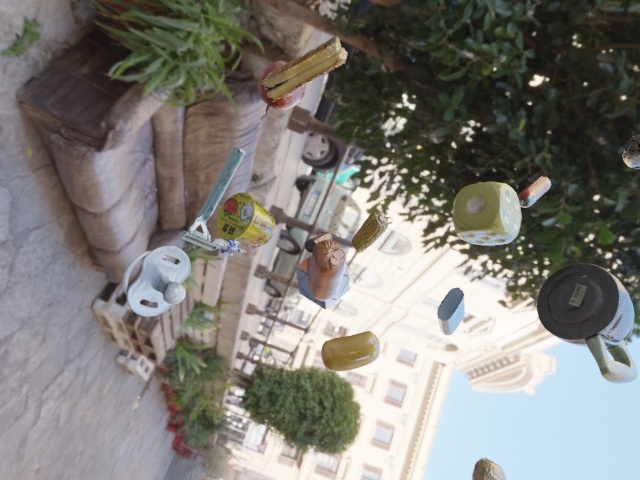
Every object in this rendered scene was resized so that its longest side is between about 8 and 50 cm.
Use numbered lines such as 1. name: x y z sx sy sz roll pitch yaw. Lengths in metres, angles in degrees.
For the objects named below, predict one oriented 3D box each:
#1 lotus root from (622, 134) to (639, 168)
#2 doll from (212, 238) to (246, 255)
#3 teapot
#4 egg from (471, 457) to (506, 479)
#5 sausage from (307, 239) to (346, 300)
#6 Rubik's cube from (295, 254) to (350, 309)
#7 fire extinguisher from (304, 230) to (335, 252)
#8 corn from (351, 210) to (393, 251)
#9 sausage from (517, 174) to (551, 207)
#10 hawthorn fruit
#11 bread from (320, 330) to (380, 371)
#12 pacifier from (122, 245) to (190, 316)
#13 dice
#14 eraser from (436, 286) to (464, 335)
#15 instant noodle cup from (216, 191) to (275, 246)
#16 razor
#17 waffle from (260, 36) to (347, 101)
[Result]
1. lotus root: 0.888 -0.251 1.265 0.165 0.088 0.088 24 87 -66
2. doll: -0.412 0.023 2.092 0.227 0.057 0.114 3 117 -57
3. teapot: 0.829 0.235 1.340 0.239 0.239 0.321 -55 -153 14
4. egg: 0.546 0.784 1.491 0.116 0.118 0.140 -15 -98 48
5. sausage: 0.020 0.105 1.575 0.304 0.121 0.121 100 8 -60
6. Rubik's cube: 0.014 0.202 2.424 0.207 0.205 0.205 -35 136 -34
7. fire extinguisher: 0.000 0.000 1.671 0.177 0.062 0.050 -28 106 -62
8. corn: 0.216 -0.038 2.011 0.293 0.106 0.106 127 -16 -62
9. sausage: 0.909 -0.205 1.969 0.264 0.083 0.083 -30 155 -39
10. hawthorn fruit: -0.210 -0.772 2.299 0.263 0.235 0.231 -27 167 -24
11. bread: 0.111 0.407 1.642 0.098 0.217 0.147 -102 177 -46
12. pacifier: -0.585 0.161 1.694 0.238 0.226 0.287 35 79 -49
13. dice: 0.548 -0.085 1.510 0.169 0.169 0.166 -5 -111 44
14. eraser: 0.611 0.333 2.137 0.174 0.081 0.227 -52 148 -13
15. instant noodle cup: -0.260 -0.065 1.661 0.144 0.182 0.182 29 80 -50
16. razor: -0.272 -0.117 1.202 0.056 0.111 0.278 18 -97 42
17. waffle: -0.055 -0.625 1.669 0.308 0.091 0.213 -24 -156 16
